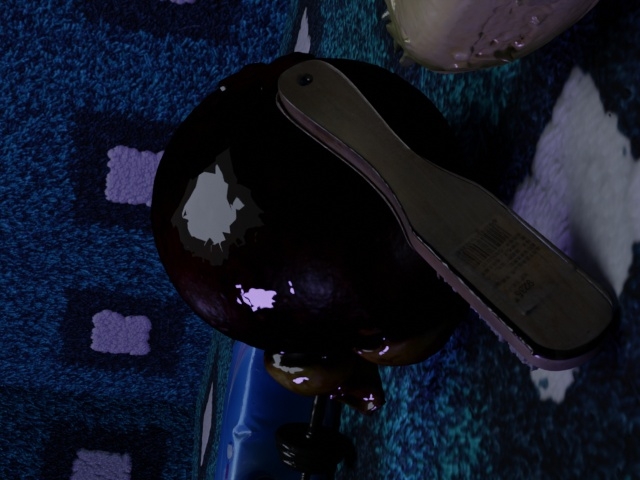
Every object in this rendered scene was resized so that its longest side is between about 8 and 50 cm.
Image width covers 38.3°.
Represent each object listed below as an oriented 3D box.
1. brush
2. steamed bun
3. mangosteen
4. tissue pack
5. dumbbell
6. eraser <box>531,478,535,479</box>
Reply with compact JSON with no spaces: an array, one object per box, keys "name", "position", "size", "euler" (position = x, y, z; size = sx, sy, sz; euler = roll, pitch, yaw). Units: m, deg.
[{"name":"brush","position":[0.075,-0.022,0.669],"size":[0.327,0.070,0.065],"euler":[47,162,30]},{"name":"steamed bun","position":[0.135,-0.244,0.644],"size":[0.273,0.166,0.232],"euler":[115,148,-72]},{"name":"mangosteen","position":[0.000,0.000,0.872],"size":[0.307,0.307,0.346],"euler":[-113,6,-69]},{"name":"tissue pack","position":[-0.067,0.268,1.310],"size":[0.198,0.146,0.263],"euler":[145,132,-76]},{"name":"dumbbell","position":[-0.003,0.212,1.153],"size":[0.099,0.099,0.208],"euler":[-132,51,-76]},{"name":"eraser","position":[0.139,0.266,0.563],"size":[0.082,0.036,0.225],"euler":[-157,75,-79]}]
